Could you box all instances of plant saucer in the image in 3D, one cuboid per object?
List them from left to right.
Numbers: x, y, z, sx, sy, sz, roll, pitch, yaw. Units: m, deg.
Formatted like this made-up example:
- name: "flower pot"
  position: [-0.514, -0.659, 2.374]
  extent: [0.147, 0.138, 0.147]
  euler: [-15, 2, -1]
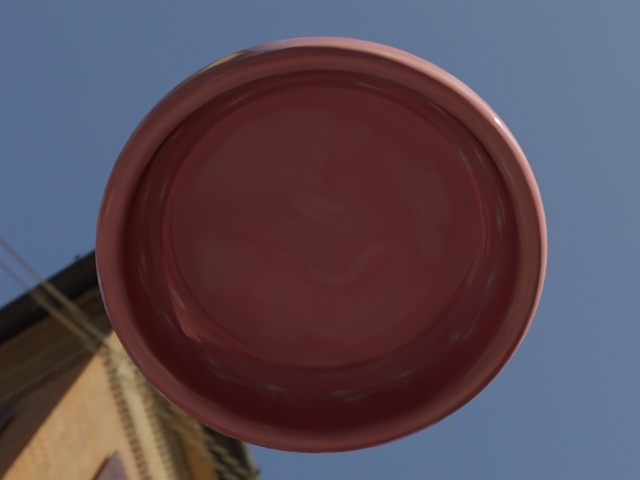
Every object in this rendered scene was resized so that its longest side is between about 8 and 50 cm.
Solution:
- name: "plant saucer"
  position: [0.000, 0.000, 1.239]
  extent: [0.332, 0.084, 0.332]
  euler: [-1, -65, -1]
